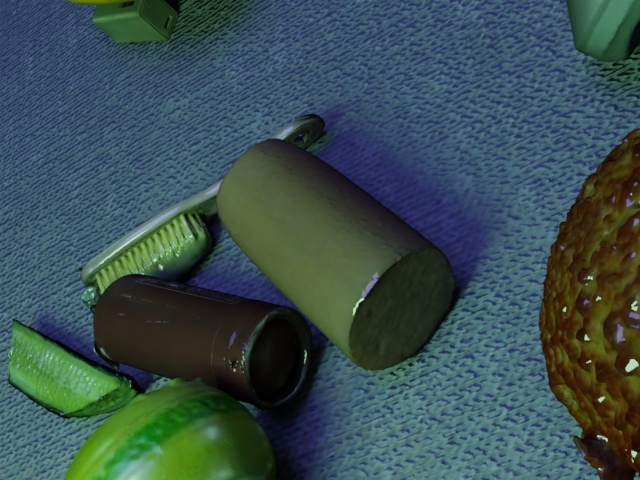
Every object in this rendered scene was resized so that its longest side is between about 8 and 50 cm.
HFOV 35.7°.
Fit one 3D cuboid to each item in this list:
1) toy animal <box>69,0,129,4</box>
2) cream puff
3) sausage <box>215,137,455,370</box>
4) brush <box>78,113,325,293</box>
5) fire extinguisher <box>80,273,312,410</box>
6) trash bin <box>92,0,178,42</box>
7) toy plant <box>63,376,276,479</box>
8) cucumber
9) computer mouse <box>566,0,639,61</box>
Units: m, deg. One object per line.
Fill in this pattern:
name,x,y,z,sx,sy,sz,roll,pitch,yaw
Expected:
toy animal,-0.217,-0.436,1.167,0.345,0.247,0.277,-29,32,0
cream puff,0.294,0.030,0.629,0.350,0.228,0.351,-18,56,28
sausage,0.000,0.000,0.908,0.123,0.123,0.253,-50,49,0
brush,-0.114,-0.023,1.046,0.312,0.072,0.067,-35,73,9
fire extinguisher,-0.137,0.091,0.958,0.268,0.105,0.105,8,70,38
trash bin,-0.238,-0.283,1.267,0.092,0.061,0.043,0,65,37
toy plant,-0.060,0.274,0.775,0.224,0.184,0.316,-41,58,-14
cucumber,-0.271,0.150,1.059,0.220,0.046,0.070,17,77,40
computer mouse,0.263,-0.308,0.864,0.095,0.197,0.331,13,58,-5
